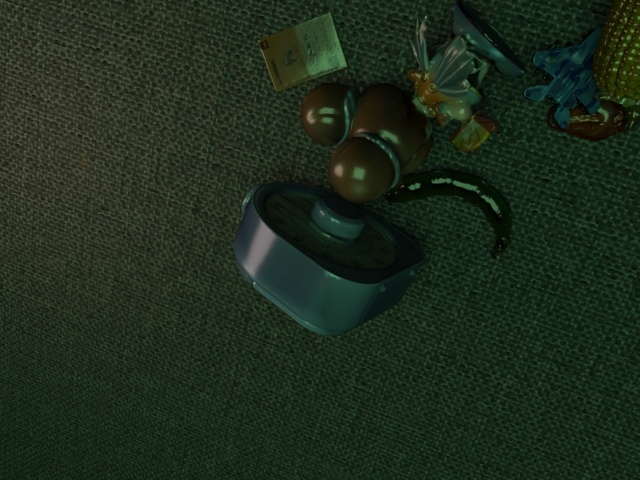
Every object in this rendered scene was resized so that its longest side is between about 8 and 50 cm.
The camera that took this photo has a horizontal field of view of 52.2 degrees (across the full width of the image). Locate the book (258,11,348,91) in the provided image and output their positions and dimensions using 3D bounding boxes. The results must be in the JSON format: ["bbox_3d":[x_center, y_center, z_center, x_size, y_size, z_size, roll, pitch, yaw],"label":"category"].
[{"bbox_3d":[-0.037,-0.398,1.391,0.172,0.012,0.118,-15,103,21],"label":"book"}]

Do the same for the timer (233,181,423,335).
[{"bbox_3d":[0.000,0.000,1.332,0.395,0.395,0.173,28,115,6],"label":"timer"}]

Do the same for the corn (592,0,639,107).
[{"bbox_3d":[0.546,-0.395,1.037,0.144,0.144,0.387,17,132,10],"label":"corn"}]

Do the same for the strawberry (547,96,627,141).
[{"bbox_3d":[0.519,-0.240,1.262,0.152,0.048,0.103,-7,103,15],"label":"strawberry"}]

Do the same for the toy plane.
[{"bbox_3d":[0.485,-0.339,1.208,0.169,0.078,0.246,33,88,-16],"label":"toy plane"}]

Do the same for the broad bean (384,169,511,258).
[{"bbox_3d":[0.286,-0.080,1.387,0.292,0.049,0.144,28,115,5],"label":"broad bean"}]

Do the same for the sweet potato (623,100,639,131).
[{"bbox_3d":[0.597,-0.334,1.195,0.075,0.075,0.269,5,101,15],"label":"sweet potato"}]

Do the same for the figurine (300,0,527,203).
[{"bbox_3d":[0.175,-0.259,1.254,0.388,0.248,0.276,-42,54,28],"label":"figurine"}]
